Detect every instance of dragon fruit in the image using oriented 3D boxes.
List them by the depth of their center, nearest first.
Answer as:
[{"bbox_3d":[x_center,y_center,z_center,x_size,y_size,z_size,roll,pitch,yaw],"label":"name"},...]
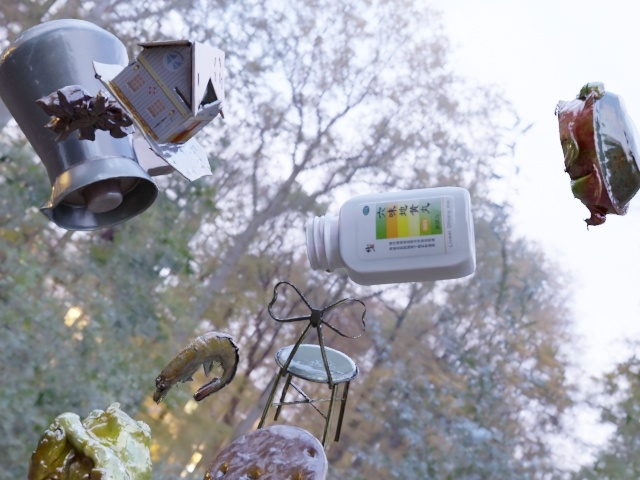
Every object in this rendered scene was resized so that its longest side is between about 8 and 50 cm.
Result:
[{"bbox_3d":[0.537,-0.170,1.708,0.130,0.295,0.268,-20,-51,30],"label":"dragon fruit"}]

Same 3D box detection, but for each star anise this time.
[{"bbox_3d":[-0.352,-0.196,1.370,0.167,0.057,0.168,-7,-21,-3],"label":"star anise"}]

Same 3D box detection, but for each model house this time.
[{"bbox_3d":[-0.179,-0.205,1.231,0.207,0.136,0.219,51,12,1],"label":"model house"}]

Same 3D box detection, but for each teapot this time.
[{"bbox_3d":[-0.427,-0.215,1.671,0.344,0.300,0.253,69,-27,18],"label":"teapot"}]

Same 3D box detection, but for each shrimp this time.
[{"bbox_3d":[-0.311,0.340,2.277,0.173,0.253,0.058,43,-1,-31],"label":"shrimp"}]

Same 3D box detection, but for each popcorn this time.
[{"bbox_3d":[-0.465,0.521,1.903,0.325,0.290,0.321,24,-61,-4],"label":"popcorn"}]

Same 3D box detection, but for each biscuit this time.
[{"bbox_3d":[-0.086,0.355,1.328,0.212,0.212,0.036,16,-42,44],"label":"biscuit"}]

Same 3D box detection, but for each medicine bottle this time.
[{"bbox_3d":[0.138,-0.005,1.761,0.324,0.179,0.124,-5,-27,13],"label":"medicine bottle"}]

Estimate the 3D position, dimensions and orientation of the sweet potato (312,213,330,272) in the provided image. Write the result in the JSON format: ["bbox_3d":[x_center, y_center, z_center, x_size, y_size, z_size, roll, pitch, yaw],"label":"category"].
[{"bbox_3d":[0.000,0.000,2.410,0.066,0.072,0.314,13,-27,9],"label":"sweet potato"}]

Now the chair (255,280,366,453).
[{"bbox_3d":[-0.009,0.215,1.514,0.159,0.326,0.170,15,17,12],"label":"chair"}]
